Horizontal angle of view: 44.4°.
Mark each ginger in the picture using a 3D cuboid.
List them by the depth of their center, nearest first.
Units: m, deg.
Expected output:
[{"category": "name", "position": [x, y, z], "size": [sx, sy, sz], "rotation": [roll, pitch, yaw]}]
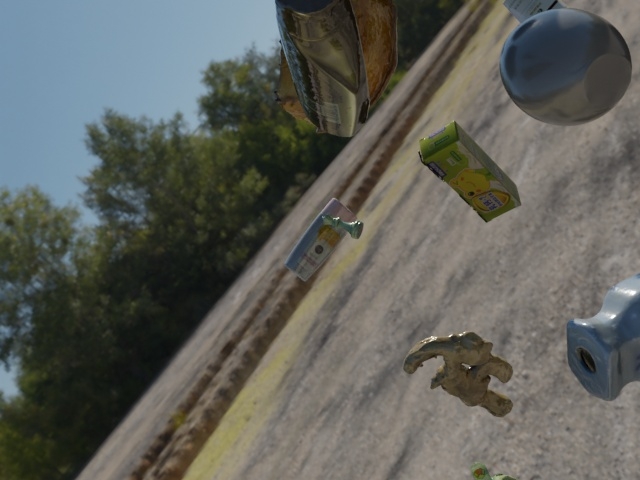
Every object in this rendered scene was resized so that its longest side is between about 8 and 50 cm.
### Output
[{"category": "ginger", "position": [0.275, 0.242, 1.379], "size": [0.149, 0.258, 0.065], "rotation": [-33, 33, 32]}]

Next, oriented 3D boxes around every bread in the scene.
[{"category": "bread", "position": [0.041, -0.383, 1.477], "size": [0.194, 0.178, 0.340], "rotation": [10, -97, -56]}]

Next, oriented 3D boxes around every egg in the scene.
[{"category": "egg", "position": [0.371, -0.269, 1.213], "size": [0.176, 0.176, 0.232], "rotation": [-48, 25, 5]}]

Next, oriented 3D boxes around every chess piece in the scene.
[{"category": "chess piece", "position": [0.046, -0.035, 1.732], "size": [0.042, 0.093, 0.042], "rotation": [18, -90, -72]}]

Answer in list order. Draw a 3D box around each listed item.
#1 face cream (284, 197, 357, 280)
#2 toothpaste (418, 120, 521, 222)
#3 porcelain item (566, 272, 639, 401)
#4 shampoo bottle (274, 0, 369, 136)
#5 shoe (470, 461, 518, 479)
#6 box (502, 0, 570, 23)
[{"category": "face cream", "position": [0.000, 0.000, 1.838], "size": [0.198, 0.084, 0.057], "rotation": [-52, 20, -4]}, {"category": "toothpaste", "position": [0.385, -0.171, 2.004], "size": [0.110, 0.327, 0.077], "rotation": [-30, 44, 28]}, {"category": "porcelain item", "position": [0.740, 0.180, 1.704], "size": [0.405, 0.243, 0.178], "rotation": [-23, 32, -15]}, {"category": "shampoo bottle", "position": [0.006, -0.255, 1.104], "size": [0.084, 0.125, 0.350], "rotation": [-55, -15, -9]}, {"category": "shoe", "position": [0.357, 0.578, 1.728], "size": [0.128, 0.262, 0.140], "rotation": [-55, 43, 26]}, {"category": "box", "position": [0.438, -0.459, 1.565], "size": [0.040, 0.154, 0.084], "rotation": [10, -49, -43]}]
